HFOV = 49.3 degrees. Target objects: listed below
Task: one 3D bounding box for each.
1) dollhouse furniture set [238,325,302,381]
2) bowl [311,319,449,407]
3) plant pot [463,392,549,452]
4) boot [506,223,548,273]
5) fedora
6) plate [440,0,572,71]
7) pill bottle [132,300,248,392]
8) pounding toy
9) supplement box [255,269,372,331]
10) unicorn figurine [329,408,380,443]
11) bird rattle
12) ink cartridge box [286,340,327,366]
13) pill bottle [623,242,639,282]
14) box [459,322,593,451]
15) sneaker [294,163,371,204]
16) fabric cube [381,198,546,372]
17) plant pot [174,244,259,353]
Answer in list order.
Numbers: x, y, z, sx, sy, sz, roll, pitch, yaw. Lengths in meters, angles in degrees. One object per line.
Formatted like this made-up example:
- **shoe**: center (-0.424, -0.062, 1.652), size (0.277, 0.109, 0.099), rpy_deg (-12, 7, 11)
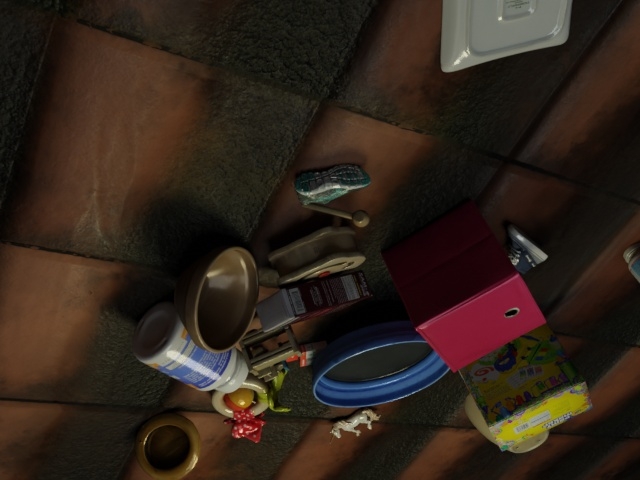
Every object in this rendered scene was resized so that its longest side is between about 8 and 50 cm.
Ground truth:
- **dollhouse furniture set**: center (-0.122, 0.261, 1.758), size (0.129, 0.129, 0.183), rpy_deg (-23, 160, 1)
- **bowl**: center (0.164, 0.337, 1.894), size (0.391, 0.077, 0.391), rpy_deg (-10, 146, -7)
- **plant pot**: center (0.637, 0.573, 2.269), size (0.284, 0.191, 0.284), rpy_deg (-11, 134, -12)
- **boot**: center (0.511, 0.029, 1.793), size (0.086, 0.069, 0.190), rpy_deg (-44, 133, 17)
- **fedora**: center (-0.410, 0.561, 1.915), size (0.194, 0.194, 0.079), rpy_deg (-30, 172, 8)
- **plate**: center (0.362, -0.456, 1.301), size (0.277, 0.045, 0.278), rpy_deg (-15, 134, -7)
- **pill bottle**: center (-0.297, 0.265, 1.652), size (0.152, 0.152, 0.272), rpy_deg (-36, 133, 14)
- **pounding toy**: center (0.000, 0.000, 1.576), size (0.270, 0.154, 0.154), rpy_deg (-25, 165, 16)
- **supplement box**: center (-0.015, 0.138, 1.615), size (0.239, 0.073, 0.130), rpy_deg (-10, 166, -37)
- **unicorn figurine**: center (0.100, 0.572, 2.166), size (0.162, 0.060, 0.111), rpy_deg (-46, 132, 1)
- **bird rattle**: center (-0.201, 0.430, 1.900), size (0.207, 0.143, 0.253), rpy_deg (32, 128, -27)
- **ink cartridge box**: center (-0.038, 0.309, 1.878), size (0.115, 0.029, 0.062), rpy_deg (-9, 135, -13)
- **pill bottle**: center (0.915, 0.083, 1.933), size (0.087, 0.160, 0.087), rpy_deg (-11, 135, -11)
- **box**: center (0.576, 0.399, 2.019), size (0.290, 0.279, 0.177), rpy_deg (-28, 135, 7)
- **sneaker**: center (0.024, -0.115, 1.494), size (0.167, 0.065, 0.076), rpy_deg (-7, 150, -10)
- **fabric cube**: center (0.342, 0.113, 1.676), size (0.258, 0.259, 0.254), rpy_deg (-31, 136, 10)
- **plant pot**: center (-0.242, 0.121, 1.533), size (0.110, 0.237, 0.237), rpy_deg (9, 144, 28)
